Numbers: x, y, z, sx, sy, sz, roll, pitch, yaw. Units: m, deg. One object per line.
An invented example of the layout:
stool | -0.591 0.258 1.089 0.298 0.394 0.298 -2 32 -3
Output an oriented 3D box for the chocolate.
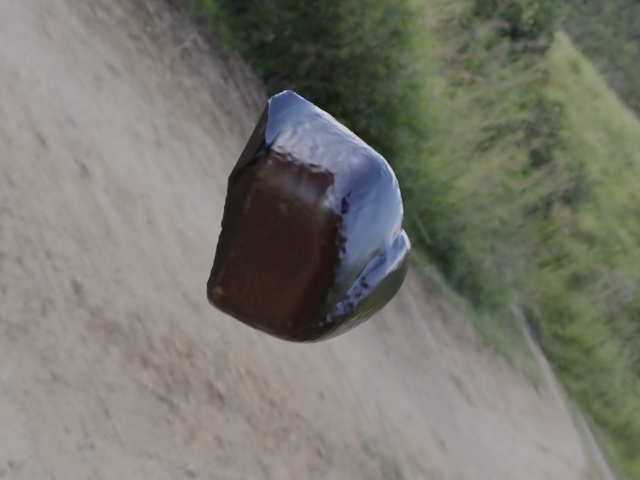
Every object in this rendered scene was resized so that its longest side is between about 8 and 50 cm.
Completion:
chocolate | 0.000 0.000 0.696 0.080 0.125 0.149 24 -33 26
